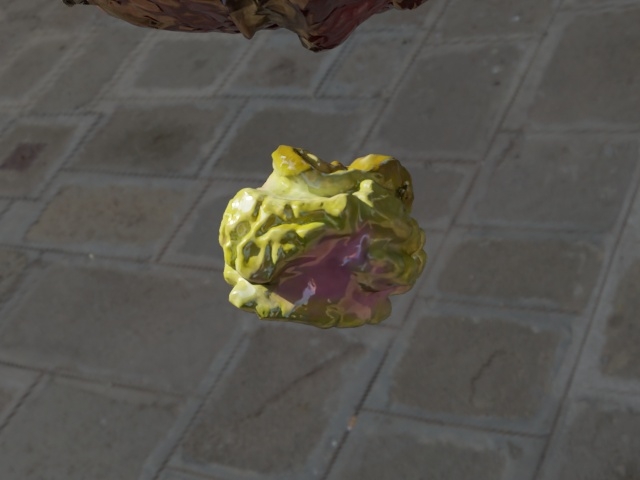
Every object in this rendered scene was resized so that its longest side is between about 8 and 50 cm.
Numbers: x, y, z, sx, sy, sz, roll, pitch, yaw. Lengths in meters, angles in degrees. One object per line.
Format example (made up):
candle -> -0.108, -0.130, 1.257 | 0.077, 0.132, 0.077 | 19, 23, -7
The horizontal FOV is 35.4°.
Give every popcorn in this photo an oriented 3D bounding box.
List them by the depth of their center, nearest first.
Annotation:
popcorn -> 0.000, 0.000, 0.705 | 0.145, 0.126, 0.126 | -18, 58, 29

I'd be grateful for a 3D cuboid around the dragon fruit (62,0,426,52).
dragon fruit -> -0.024, -0.258, 0.487 | 0.329, 0.329, 0.329 | -14, 40, 12
